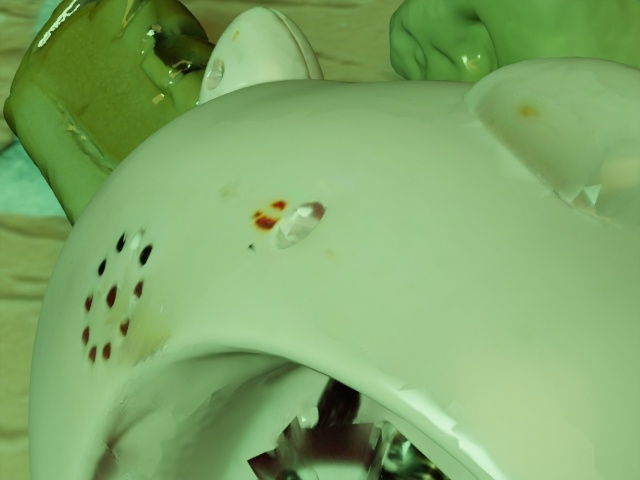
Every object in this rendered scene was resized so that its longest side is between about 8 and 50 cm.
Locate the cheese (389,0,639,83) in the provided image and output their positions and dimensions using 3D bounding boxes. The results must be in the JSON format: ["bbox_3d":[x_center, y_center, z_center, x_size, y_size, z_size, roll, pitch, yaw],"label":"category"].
[{"bbox_3d":[0.176,-0.116,0.825,0.174,0.251,0.248,-33,75,-25],"label":"cheese"}]

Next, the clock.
[{"bbox_3d":[0.027,0.092,0.561,0.250,0.368,0.377,-4,30,-39],"label":"clock"}]

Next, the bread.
[{"bbox_3d":[-0.093,-0.055,0.826,0.134,0.081,0.225,-42,59,11],"label":"bread"}]
